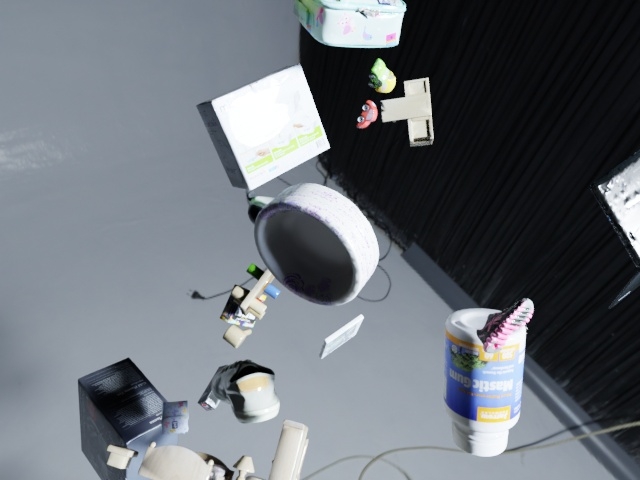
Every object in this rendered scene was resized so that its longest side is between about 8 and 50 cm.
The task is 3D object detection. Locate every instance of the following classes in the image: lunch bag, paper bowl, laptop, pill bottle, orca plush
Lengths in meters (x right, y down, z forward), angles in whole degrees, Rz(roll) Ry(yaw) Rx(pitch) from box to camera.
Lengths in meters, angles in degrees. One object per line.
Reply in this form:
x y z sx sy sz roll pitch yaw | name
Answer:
-0.397 0.486 1.295 0.071 0.053 0.083 0 52 -14 | lunch bag
0.000 0.000 1.089 0.284 0.284 0.148 31 46 13 | paper bowl
0.055 -0.539 1.103 0.224 0.108 0.279 -3 38 -20 | lunch bag
0.606 -0.040 0.883 0.234 0.136 0.264 -34 93 -12 | laptop
0.329 0.289 0.964 0.152 0.272 0.152 -2 14 1 | pill bottle
-0.146 -0.068 1.320 0.151 0.102 0.287 22 14 -8 | orca plush

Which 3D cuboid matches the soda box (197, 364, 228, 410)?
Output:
-0.391 0.555 1.788 0.053 0.060 0.169 50 40 -19 | soda box

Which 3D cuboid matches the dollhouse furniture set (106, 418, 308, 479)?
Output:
-0.220 0.454 1.052 0.355 0.303 0.174 12 67 10 | dollhouse furniture set

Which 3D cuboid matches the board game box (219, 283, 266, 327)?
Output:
-0.297 0.256 1.830 0.048 0.170 0.141 19 82 29 | board game box

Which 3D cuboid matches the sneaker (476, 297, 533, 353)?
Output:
0.317 0.139 0.826 0.047 0.119 0.057 25 23 -27 | sneaker

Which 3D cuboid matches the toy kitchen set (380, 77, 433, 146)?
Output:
0.126 -0.182 0.692 0.068 0.083 0.075 -5 3 12 | toy kitchen set

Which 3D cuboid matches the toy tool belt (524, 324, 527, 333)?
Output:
0.504 0.228 1.207 0.051 0.083 0.052 28 38 13 | toy tool belt

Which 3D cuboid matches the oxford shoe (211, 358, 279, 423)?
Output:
-0.223 0.407 1.378 0.169 0.449 0.130 -10 88 -21 | oxford shoe

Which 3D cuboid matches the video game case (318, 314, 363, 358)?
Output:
0.082 0.387 1.897 0.190 0.173 0.022 -30 65 -25 | video game case

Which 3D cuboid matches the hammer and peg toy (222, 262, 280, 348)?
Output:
-0.227 0.188 1.635 0.127 0.266 0.361 35 75 2 | hammer and peg toy

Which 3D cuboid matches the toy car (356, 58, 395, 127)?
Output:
0.191 -0.497 1.537 0.053 0.225 0.239 26 78 11 | toy car

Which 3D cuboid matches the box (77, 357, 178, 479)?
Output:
-0.623 0.624 1.528 0.312 0.343 0.179 30 32 32 | box

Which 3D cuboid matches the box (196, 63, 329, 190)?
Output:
-0.140 -0.290 1.209 0.262 0.231 0.127 -33 25 -24 | box
